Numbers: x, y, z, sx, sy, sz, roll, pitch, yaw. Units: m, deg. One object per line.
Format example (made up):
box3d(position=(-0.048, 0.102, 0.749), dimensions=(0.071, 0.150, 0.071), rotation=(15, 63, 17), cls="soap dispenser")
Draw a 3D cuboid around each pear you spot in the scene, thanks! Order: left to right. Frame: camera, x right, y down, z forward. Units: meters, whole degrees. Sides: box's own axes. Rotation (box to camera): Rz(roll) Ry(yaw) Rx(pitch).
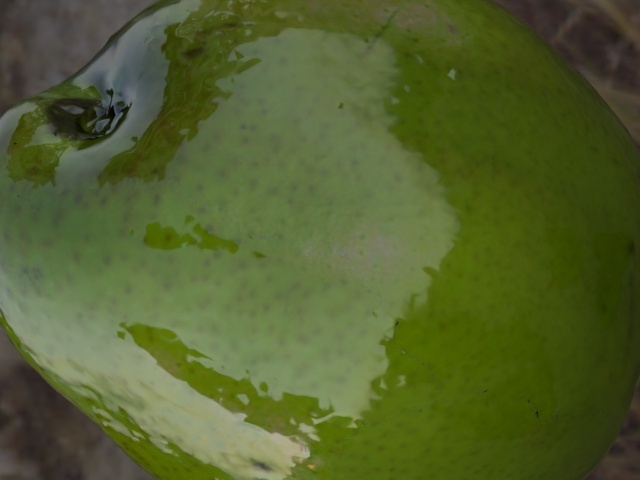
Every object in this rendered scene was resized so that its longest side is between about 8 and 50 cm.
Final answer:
box3d(position=(0.000, 0.000, 0.558), dimensions=(0.187, 0.219, 0.187), rotation=(-56, 20, 33), cls="pear")
